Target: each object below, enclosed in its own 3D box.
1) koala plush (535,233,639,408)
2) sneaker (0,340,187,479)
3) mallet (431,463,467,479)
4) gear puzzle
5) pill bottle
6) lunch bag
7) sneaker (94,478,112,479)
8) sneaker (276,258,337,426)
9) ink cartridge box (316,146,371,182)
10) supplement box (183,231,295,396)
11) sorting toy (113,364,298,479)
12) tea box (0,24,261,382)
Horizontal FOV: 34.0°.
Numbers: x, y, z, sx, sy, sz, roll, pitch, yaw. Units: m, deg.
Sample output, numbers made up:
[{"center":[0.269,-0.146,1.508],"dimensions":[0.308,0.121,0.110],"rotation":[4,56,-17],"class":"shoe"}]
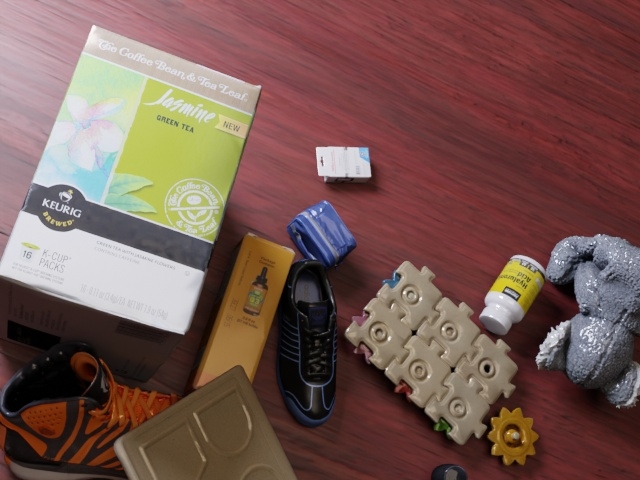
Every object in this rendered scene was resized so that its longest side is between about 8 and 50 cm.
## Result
[{"center":[0.423,0.123,1.561],"dimensions":[0.196,0.203,0.221],"rotation":[30,79,-7],"class":"koala plush"},{"center":[-0.235,0.213,1.281],"dimensions":[0.321,0.180,0.124],"rotation":[-3,46,-11],"class":"sneaker"},{"center":[0.135,0.390,1.462],"dimensions":[0.039,0.062,0.190],"rotation":[39,81,-2],"class":"mallet"},{"center":[0.195,0.195,1.537],"dimensions":[0.339,0.044,0.175],"rotation":[44,64,-4],"class":"gear puzzle"},{"center":[0.289,0.084,1.583],"dimensions":[0.065,0.065,0.116],"rotation":[38,67,-4],"class":"pill bottle"},{"center":[0.000,0.000,1.514],"dimensions":[0.065,0.067,0.098],"rotation":[-34,88,-23],"class":"lunch bag"},{"center":[-0.207,0.337,1.346],"dimensions":[0.178,0.077,0.072],"rotation":[10,45,7],"class":"sneaker"},{"center":[-0.016,0.139,1.454],"dimensions":[0.081,0.090,0.232],"rotation":[-4,75,-19],"class":"sneaker"},{"center":[0.031,-0.114,1.580],"dimensions":[0.083,0.028,0.048],"rotation":[0,74,-18],"class":"ink cartridge box"},{"center":[-0.111,0.112,1.440],"dimensions":[0.078,0.080,0.233],"rotation":[23,70,-11],"class":"supplement box"},{"center":[-0.106,0.330,1.256],"dimensions":[0.229,0.041,0.307],"rotation":[-29,94,-48],"class":"sorting toy"},{"center":[-0.247,-0.029,1.300],"dimensions":[0.220,0.329,0.323],"rotation":[18,70,-12],"class":"tea box"}]
